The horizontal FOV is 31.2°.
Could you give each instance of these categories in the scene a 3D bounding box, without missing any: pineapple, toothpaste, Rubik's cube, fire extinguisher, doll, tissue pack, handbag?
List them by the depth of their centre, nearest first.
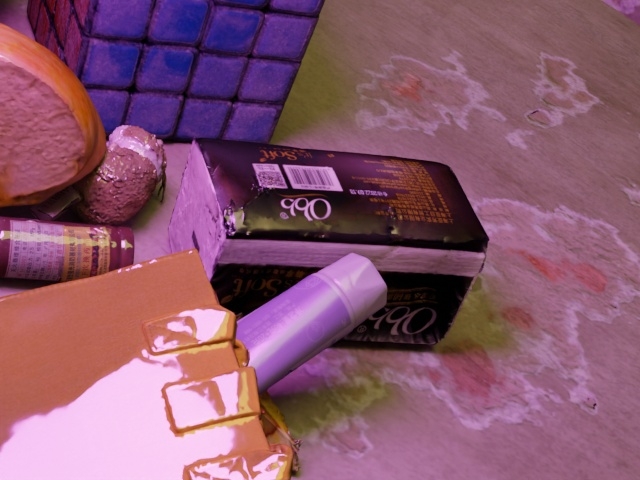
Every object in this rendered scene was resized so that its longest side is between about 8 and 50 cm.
[{"bbox_3d":[-0.181,0.201,1.112,0.283,0.133,0.401,-17,48,-9],"label":"handbag"},{"bbox_3d":[-0.088,0.131,1.272,0.371,0.080,0.125,-31,42,-25],"label":"toothpaste"},{"bbox_3d":[-0.061,0.213,1.281,0.114,0.077,0.114,38,42,-4],"label":"pineapple"},{"bbox_3d":[-0.359,0.014,1.381,0.252,0.106,0.075,4,79,-22],"label":"fire extinguisher"},{"bbox_3d":[0.000,0.000,1.466,0.370,0.198,0.210,5,43,-23],"label":"tissue pack"},{"bbox_3d":[-0.276,-0.077,1.485,0.115,0.105,0.221,54,32,-2],"label":"doll"},{"bbox_3d":[-0.221,-0.373,1.691,0.337,0.344,0.344,1,44,-28],"label":"Rubik's cube"}]

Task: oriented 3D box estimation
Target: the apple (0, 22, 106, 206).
[{"bbox_3d":[-0.430,-0.151,1.371,0.309,0.314,0.252,-14,88,-4],"label":"apple"}]
